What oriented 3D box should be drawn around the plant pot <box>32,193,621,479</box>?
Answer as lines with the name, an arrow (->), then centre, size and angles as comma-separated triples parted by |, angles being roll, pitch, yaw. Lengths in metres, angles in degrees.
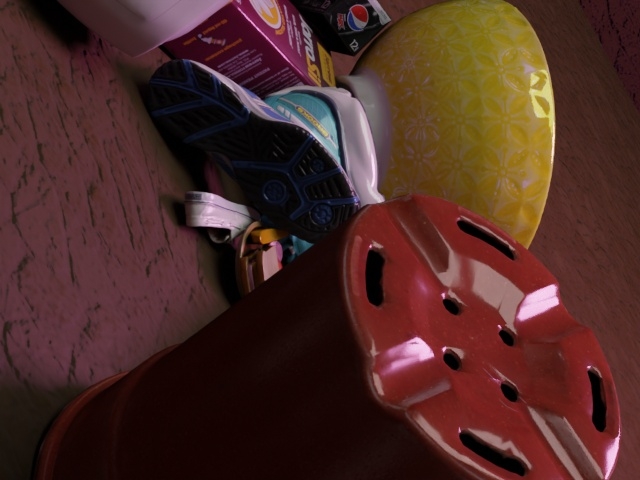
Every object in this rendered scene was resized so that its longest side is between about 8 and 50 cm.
plant pot -> 0.015, 0.127, 1.009 | 0.272, 0.265, 0.272 | 27, 41, -26

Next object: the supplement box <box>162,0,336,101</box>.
supplement box -> -0.068, -0.182, 1.566 | 0.188, 0.081, 0.104 | 43, 28, -42

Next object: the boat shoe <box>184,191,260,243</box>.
boat shoe -> -0.081, -0.014, 1.405 | 0.100, 0.035, 0.035 | 24, 70, -65

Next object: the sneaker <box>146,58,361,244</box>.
sneaker -> -0.046, -0.079, 1.438 | 0.211, 0.080, 0.081 | 43, 12, 2

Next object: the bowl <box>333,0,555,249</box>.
bowl -> 0.083, -0.094, 1.647 | 0.156, 0.289, 0.289 | 1, 55, -24

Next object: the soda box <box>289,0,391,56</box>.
soda box -> -0.004, -0.226, 1.689 | 0.060, 0.053, 0.169 | 51, -13, -28

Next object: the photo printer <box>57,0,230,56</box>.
photo printer -> -0.110, -0.311, 1.327 | 0.256, 0.307, 0.107 | 53, -2, -21

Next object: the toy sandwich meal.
toy sandwich meal -> -0.044, 0.023, 1.407 | 0.085, 0.029, 0.085 | -2, 90, -67

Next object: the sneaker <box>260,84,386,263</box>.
sneaker -> 0.000, 0.000, 1.513 | 0.110, 0.107, 0.275 | -12, 81, -33
